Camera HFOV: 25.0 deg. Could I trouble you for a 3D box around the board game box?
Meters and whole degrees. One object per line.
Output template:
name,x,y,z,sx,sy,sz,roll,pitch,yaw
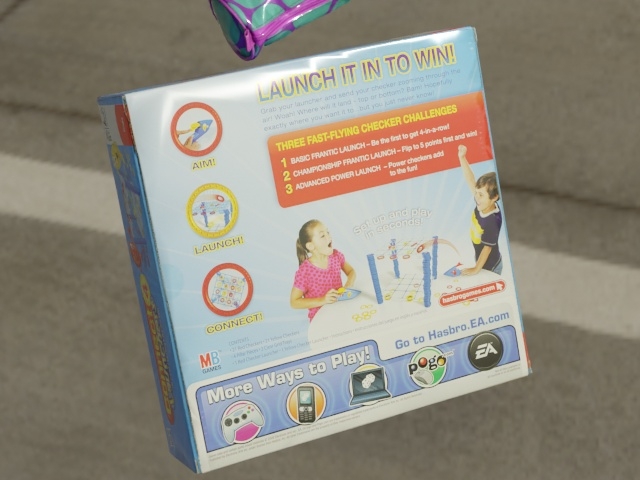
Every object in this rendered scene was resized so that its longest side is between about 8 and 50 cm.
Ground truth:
board game box,0.000,0.000,1.187,0.308,0.302,0.086,-13,9,-21

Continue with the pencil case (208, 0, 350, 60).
pencil case,-0.012,-0.202,1.150,0.152,0.064,0.070,-31,47,-16
